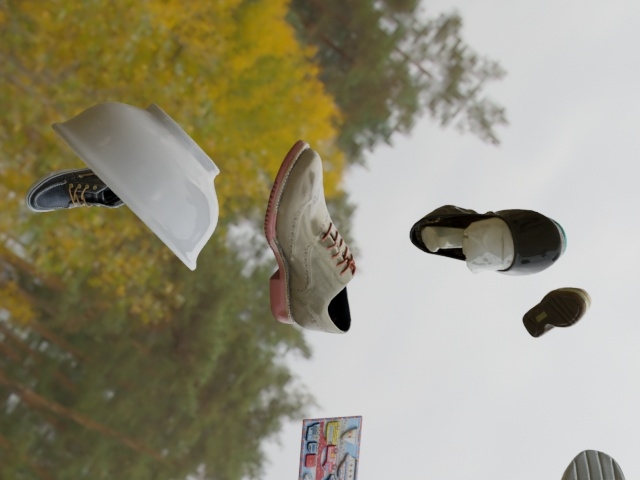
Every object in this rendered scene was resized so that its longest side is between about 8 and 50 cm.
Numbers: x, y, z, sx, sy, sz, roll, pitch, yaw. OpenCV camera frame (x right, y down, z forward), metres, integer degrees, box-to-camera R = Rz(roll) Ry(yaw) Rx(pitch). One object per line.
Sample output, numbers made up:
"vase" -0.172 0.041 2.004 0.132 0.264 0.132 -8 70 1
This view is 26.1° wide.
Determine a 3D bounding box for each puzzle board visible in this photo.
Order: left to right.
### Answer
"puzzle board" 0.015 0.324 2.058 0.011 0.096 0.128 -147 -121 -64

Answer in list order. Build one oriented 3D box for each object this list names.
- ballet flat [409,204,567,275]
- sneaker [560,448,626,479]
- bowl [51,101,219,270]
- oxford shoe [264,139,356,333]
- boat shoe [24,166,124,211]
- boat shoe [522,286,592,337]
"ballet flat" 0.221 0.005 1.932 0.096 0.095 0.280 -13 -171 -30
"sneaker" 0.341 0.386 1.798 0.258 0.094 0.091 -69 177 -49
"bowl" -0.243 -0.106 2.016 0.134 0.298 0.298 -45 -165 -3
"oxford shoe" 0.000 0.000 2.028 0.123 0.130 0.348 -55 155 -36
"boat shoe" -0.401 -0.082 2.320 0.183 0.065 0.083 -19 -148 -16
"boat shoe" 0.411 0.110 2.335 0.072 0.068 0.190 -27 177 -24
